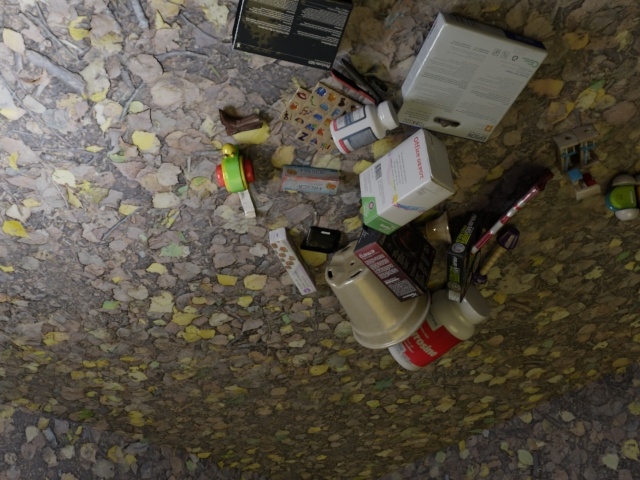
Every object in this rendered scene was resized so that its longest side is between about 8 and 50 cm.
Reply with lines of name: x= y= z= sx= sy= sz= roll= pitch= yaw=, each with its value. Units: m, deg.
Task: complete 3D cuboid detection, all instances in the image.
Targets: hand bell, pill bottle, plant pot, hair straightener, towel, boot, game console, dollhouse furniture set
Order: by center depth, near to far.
hair straightener: x=0.138 y=-0.440 z=1.594 sx=0.230 sy=0.047 sz=0.089 roll=28 pitch=126 yaw=-32
boot: x=-0.227 y=-0.352 z=1.636 sx=0.114 sy=0.037 sz=0.106 roll=-11 pitch=150 yaw=7
pill bottle: x=0.129 y=-0.330 z=1.638 sx=0.180 sy=0.108 sz=0.108 roll=-20 pitch=136 yaw=22
dollhouse furniture set: x=0.838 y=-0.251 z=1.802 sx=0.128 sy=0.184 sz=0.129 roll=-19 pitch=135 yaw=11
towel: x=0.649 y=-0.093 z=1.931 sx=0.037 sy=0.237 sz=0.329 roll=44 pitch=127 yaw=10
hand bell: x=0.345 y=-0.025 z=2.037 sx=0.241 sy=0.126 sz=0.126 roll=-10 pitch=138 yaw=18
game console: x=0.000 y=0.000 z=2.057 sx=0.122 sy=0.071 sz=0.107 roll=9 pitch=104 yaw=-19
plant pot: x=0.187 y=0.171 z=2.078 sx=0.333 sy=0.334 sz=0.305 roll=-27 pitch=122 yaw=19
pill bottle: x=0.480 y=0.347 z=2.337 sx=0.229 sy=0.229 sz=0.407 roll=27 pitch=126 yaw=-32

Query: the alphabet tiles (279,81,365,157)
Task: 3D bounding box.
alphabet tiles: x=0.007 y=-0.359 z=1.688 sx=0.237 sy=0.009 sz=0.198 roll=21 pitch=129 yaw=-27

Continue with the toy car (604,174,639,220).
toy car: x=1.093 y=-0.146 z=2.003 sx=0.181 sy=0.159 sz=0.136 roll=-4 pitch=173 yaw=-6

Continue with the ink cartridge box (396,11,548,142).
ink cartridge box: x=0.410 y=-0.449 z=1.614 sx=0.324 sy=0.071 sz=0.330 roll=9 pitch=139 yaw=-18

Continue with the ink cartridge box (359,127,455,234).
ink cartridge box: x=0.258 y=-0.176 z=1.739 sx=0.117 sy=0.201 sz=0.278 roll=22 pitch=140 yaw=-34

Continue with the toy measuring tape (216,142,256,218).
toy measuring tape: x=-0.251 y=-0.160 z=1.778 sx=0.121 sy=0.121 sz=0.330 roll=-9 pitch=137 yaw=1

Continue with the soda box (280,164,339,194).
soda box: x=-0.034 y=-0.194 z=1.812 sx=0.183 sy=0.063 sz=0.058 roll=5 pitch=135 yaw=-13

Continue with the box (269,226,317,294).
box: x=-0.098 y=0.080 z=2.088 sx=0.063 sy=0.067 sz=0.324 roll=-18 pitch=135 yaw=10

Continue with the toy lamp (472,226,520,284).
toy lamp: x=0.672 y=0.057 z=2.176 sx=0.080 sy=0.080 sz=0.275 roll=7 pitch=136 yaw=-15

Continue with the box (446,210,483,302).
box: x=0.524 y=0.063 z=2.064 sx=0.060 sy=0.216 sz=0.270 roll=18 pitch=143 yaw=26

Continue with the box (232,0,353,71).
box: x=-0.074 y=-0.549 z=1.410 sx=0.261 sy=0.103 sz=0.184 roll=8 pitch=131 yaw=-18

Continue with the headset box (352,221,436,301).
headset box: x=0.247 y=0.027 z=1.922 sx=0.110 sy=0.218 sz=0.293 roll=-26 pitch=118 yaw=41
